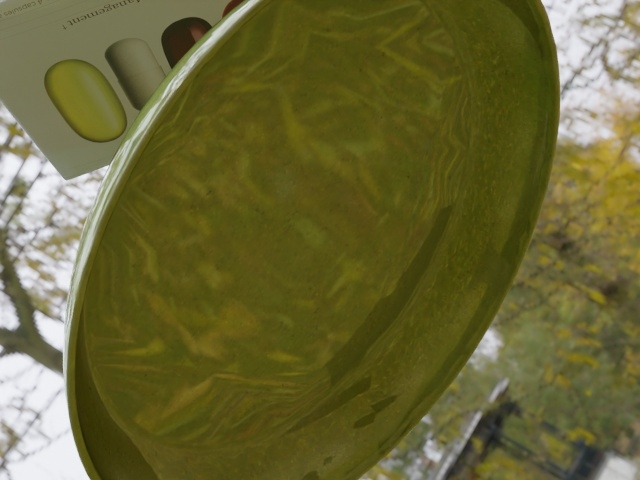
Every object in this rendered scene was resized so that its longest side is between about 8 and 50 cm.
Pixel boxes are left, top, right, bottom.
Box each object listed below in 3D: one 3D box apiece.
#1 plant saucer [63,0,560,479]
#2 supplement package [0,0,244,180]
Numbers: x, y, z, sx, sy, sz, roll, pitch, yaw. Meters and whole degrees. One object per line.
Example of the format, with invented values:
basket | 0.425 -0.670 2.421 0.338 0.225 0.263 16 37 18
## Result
plant saucer | 0.000 0.000 0.425 0.241 0.037 0.241 -29 -45 -34
supplement package | -0.133 -0.174 0.762 0.194 0.149 0.203 -20 -25 1
